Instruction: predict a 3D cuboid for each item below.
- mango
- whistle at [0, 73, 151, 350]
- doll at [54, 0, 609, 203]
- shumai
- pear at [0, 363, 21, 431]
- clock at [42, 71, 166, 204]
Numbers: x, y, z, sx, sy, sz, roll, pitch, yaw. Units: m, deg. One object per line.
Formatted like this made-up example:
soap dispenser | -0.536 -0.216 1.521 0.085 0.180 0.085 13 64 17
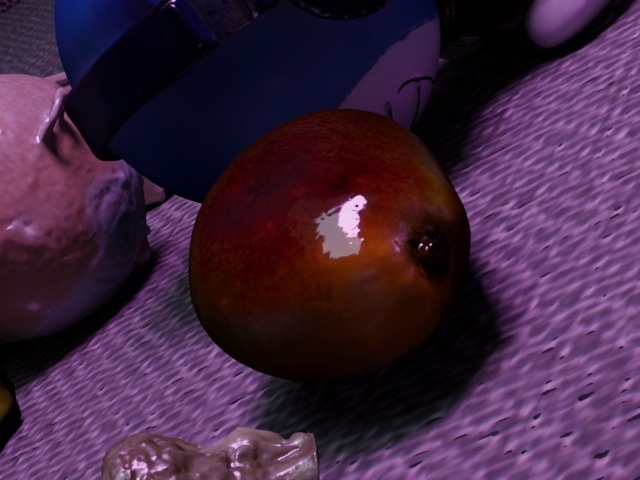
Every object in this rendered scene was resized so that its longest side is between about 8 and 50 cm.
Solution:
mango | 0.000 0.000 0.928 0.133 0.111 0.267 -47 10 3
whistle | -0.226 0.018 1.356 0.348 0.189 0.189 -53 0 43
doll | -0.010 -0.144 1.161 0.310 0.240 0.284 -36 0 -18
shumai | -0.037 0.101 0.783 0.080 0.082 0.083 -32 37 11
pear | -0.354 0.089 1.192 0.255 0.238 0.164 -23 26 35
clock | -0.187 -0.077 1.549 0.192 0.071 0.147 -13 29 28
